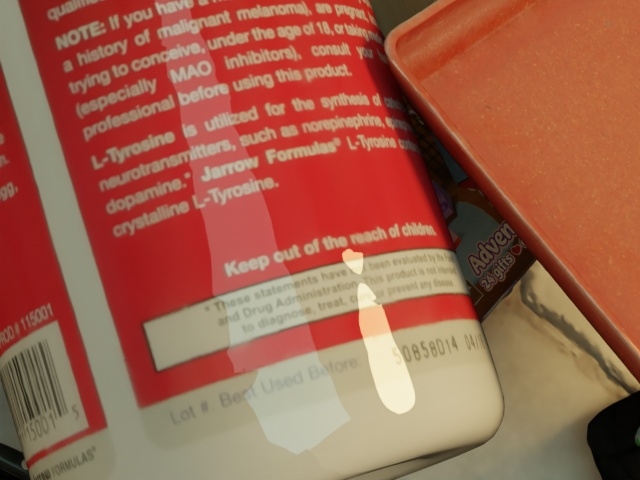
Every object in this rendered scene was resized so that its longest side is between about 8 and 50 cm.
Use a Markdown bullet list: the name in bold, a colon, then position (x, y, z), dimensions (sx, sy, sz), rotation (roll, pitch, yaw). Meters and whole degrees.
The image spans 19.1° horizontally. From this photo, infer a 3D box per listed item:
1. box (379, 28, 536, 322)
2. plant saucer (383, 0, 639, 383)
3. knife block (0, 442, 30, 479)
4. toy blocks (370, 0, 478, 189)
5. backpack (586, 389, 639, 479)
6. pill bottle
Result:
- **box**: position (0.000, 0.000, 1.095), dimensions (0.201, 0.057, 0.293), rotation (43, 69, 1)
- **plant saucer**: position (0.182, -0.045, 0.958), dimensions (0.259, 0.048, 0.258), rotation (-36, 85, -35)
- **knife block**: position (-0.246, 0.161, 0.970), dimensions (0.276, 0.088, 0.242), rotation (-13, 77, -18)
- **toy blocks**: position (0.155, -0.186, 1.117), dimensions (0.381, 0.191, 0.261), rotation (-24, 86, -39)
- **backpack**: position (0.350, 0.140, 0.987), dimensions (0.273, 0.355, 0.290), rotation (-28, 82, -21)
- **pill bottle**: position (-0.076, -0.063, 0.939), dimensions (0.229, 0.229, 0.407), rotation (-15, 80, -18)
